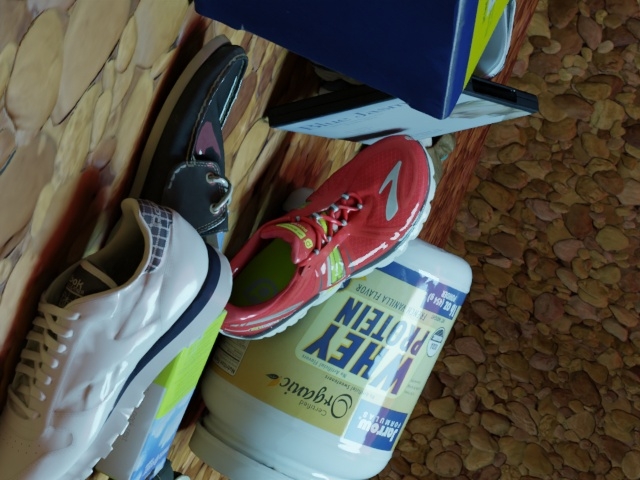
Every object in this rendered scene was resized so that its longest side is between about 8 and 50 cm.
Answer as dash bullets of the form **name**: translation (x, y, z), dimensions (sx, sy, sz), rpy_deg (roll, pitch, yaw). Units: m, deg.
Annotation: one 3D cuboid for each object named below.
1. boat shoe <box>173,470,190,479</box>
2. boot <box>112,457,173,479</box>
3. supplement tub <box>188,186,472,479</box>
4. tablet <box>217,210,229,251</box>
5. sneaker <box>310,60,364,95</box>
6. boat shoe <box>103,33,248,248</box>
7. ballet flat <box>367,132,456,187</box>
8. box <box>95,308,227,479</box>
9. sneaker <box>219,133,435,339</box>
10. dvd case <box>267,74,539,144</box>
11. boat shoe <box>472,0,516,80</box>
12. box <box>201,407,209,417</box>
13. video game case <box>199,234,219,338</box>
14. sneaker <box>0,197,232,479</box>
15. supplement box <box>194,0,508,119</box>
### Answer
- **boat shoe**: translation (-0.181, 0.308, 1.667), dimensions (0.049, 0.042, 0.133), rpy_deg (-18, 138, -43)
- **boot**: translation (-0.197, 0.316, 1.496), dimensions (0.197, 0.077, 0.137), rpy_deg (-64, 177, 3)
- **supplement tub**: translation (0.006, 0.124, 1.631), dimensions (0.316, 0.228, 0.228), rpy_deg (-65, 171, 1)
- **tablet**: translation (-0.105, 0.013, 1.393), dimensions (0.054, 0.006, 0.083), rpy_deg (-57, 167, -41)
- **sneaker**: translation (0.065, -0.216, 1.476), dimensions (0.235, 0.094, 0.153), rpy_deg (72, 42, -78)
- **boat shoe**: translation (-0.095, -0.035, 1.081), dimensions (0.233, 0.079, 0.084), rpy_deg (-68, 169, 12)
- **ballet flat**: translation (0.129, -0.144, 2.070), dimensions (0.342, 0.116, 0.124), rpy_deg (-46, 140, -66)
- **box**: translation (-0.150, 0.146, 1.370), dimensions (0.178, 0.042, 0.109), rpy_deg (-67, 170, 17)
- **sneaker**: translation (0.000, 0.000, 1.464), dimensions (0.279, 0.107, 0.118), rpy_deg (-43, 163, 5)
- **dvd case**: translation (0.087, -0.126, 1.433), dimensions (0.253, 0.180, 0.022), rpy_deg (3, 78, -62)
- **boat shoe**: translation (0.152, -0.303, 1.442), dimensions (0.105, 0.113, 0.306), rpy_deg (-18, 104, -75)
- **box**: translation (-0.077, 0.183, 1.874), dimensions (0.183, 0.056, 0.231), rpy_deg (-63, 171, -18)
- **video game case**: translation (-0.098, 0.005, 1.174), dimensions (0.122, 0.011, 0.087), rpy_deg (-104, -157, -45)
- **sneaker**: translation (-0.165, 0.077, 0.999), dimensions (0.235, 0.090, 0.095), rpy_deg (-54, 137, -4)
- **supplement box**: translation (0.075, -0.296, 0.964), dimensions (0.356, 0.194, 0.195), rpy_deg (-62, 171, -16)
